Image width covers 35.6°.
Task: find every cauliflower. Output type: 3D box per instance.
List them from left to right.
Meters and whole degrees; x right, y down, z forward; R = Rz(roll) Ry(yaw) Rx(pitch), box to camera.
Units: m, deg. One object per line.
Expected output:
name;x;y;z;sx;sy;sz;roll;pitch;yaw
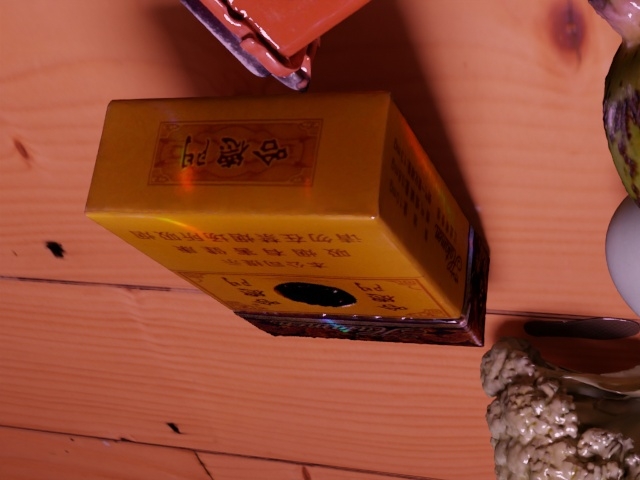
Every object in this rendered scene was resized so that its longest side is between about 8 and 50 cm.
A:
cauliflower;0.329;0.235;1.148;0.327;0.281;0.260;63;161;10

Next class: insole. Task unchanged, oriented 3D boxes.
insole;0.307;0.104;1.175;0.135;0.002;0.045;-1;140;24

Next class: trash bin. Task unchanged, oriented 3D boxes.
trash bin;0.013;-0.237;0.722;0.239;0.161;0.184;-20;130;35

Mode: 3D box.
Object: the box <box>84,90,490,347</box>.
box;0.000;0.000;0.963;0.264;0.115;0.415;0;160;20

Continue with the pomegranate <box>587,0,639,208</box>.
pomegranate;0.310;-0.116;0.696;0.270;0.254;0.254;38;140;-6

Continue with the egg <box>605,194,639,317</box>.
egg;0.370;0.019;0.900;0.231;0.168;0.168;16;144;-8
